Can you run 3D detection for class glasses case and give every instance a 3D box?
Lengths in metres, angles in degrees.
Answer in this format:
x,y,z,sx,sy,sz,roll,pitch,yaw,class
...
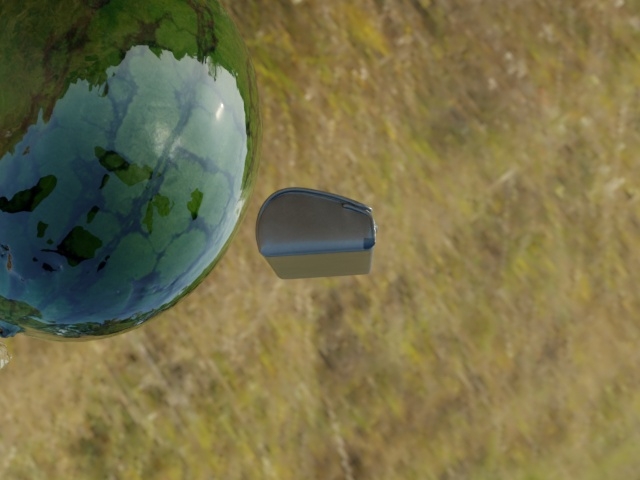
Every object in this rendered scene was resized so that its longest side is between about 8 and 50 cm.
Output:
x,y,z,sx,sy,sz,roll,pitch,yaw,class
0.000,0.000,0.907,0.072,0.042,0.190,4,174,2,glasses case

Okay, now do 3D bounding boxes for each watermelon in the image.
x,y,z,sx,sy,sz,roll,pitch,yaw,class
-0.215,-0.086,1.223,0.363,0.363,0.363,-31,160,-13,watermelon

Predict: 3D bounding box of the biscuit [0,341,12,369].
x,y,z,sx,sy,sz,roll,pitch,yaw,class
-0.263,0.093,0.847,0.250,0.032,0.133,-20,-178,40,biscuit
